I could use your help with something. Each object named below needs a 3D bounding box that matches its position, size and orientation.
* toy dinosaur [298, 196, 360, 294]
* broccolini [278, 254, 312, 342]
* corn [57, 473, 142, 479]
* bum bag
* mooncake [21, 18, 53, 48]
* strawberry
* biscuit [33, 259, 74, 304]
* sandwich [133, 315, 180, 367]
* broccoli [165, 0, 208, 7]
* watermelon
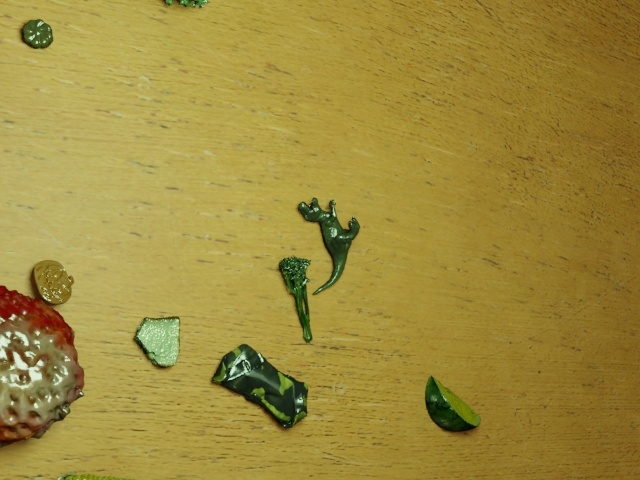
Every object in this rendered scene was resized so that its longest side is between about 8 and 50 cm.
[{"bbox_3d":[0.000,0.000,1.747,0.179,0.087,0.187,-42,92,11],"label":"toy dinosaur"},{"bbox_3d":[-0.036,0.128,1.691,0.073,0.058,0.201,-19,94,-23],"label":"broccolini"},{"bbox_3d":[-0.360,0.501,1.454,0.293,0.106,0.106,20,76,-29],"label":"corn"},{"bbox_3d":[-0.115,0.309,1.629,0.232,0.060,0.107,36,78,-20],"label":"bum bag"},{"bbox_3d":[-0.653,-0.334,1.380,0.150,0.057,0.347,47,59,-5],"label":"mooncake"},{"bbox_3d":[-0.565,0.196,1.328,0.265,0.149,0.336,-46,107,-23],"label":"strawberry"},{"bbox_3d":[-0.493,0.076,1.432,0.078,0.015,0.091,-6,66,-50],"label":"biscuit"},{"bbox_3d":[-0.323,0.203,1.531,0.093,0.035,0.105,-2,88,-31],"label":"sandwich"},{"bbox_3d":[-0.282,-0.556,1.577,0.160,0.167,0.155,-18,130,-56],"label":"broccoli"},{"bbox_3d":[0.327,0.412,1.868,0.181,0.075,0.092,44,63,-18],"label":"watermelon"}]
